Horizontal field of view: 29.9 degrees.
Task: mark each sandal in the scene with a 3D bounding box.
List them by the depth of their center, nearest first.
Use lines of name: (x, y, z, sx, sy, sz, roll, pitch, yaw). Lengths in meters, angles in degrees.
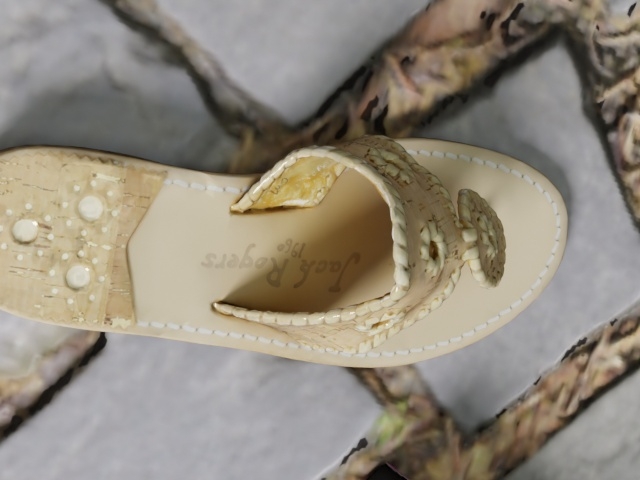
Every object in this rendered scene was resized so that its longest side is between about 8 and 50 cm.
sandal: (0.000, 0.007, 0.406, 0.240, 0.079, 0.088, 2, 96, -22)

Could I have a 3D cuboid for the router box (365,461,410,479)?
router box: (0.008, 0.194, 0.450, 0.179, 0.046, 0.133, -42, 109, -12)
